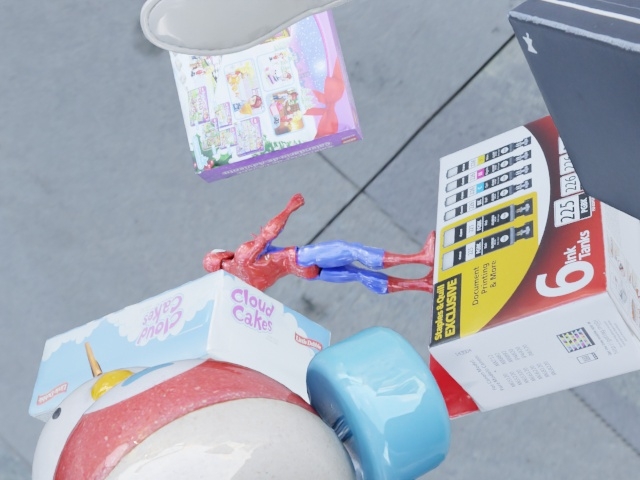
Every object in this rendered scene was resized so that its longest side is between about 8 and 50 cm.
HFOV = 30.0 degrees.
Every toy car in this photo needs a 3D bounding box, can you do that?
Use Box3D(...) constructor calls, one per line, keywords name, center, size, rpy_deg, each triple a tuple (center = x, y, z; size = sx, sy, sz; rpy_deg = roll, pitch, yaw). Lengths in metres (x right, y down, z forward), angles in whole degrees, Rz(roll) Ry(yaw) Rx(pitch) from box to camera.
Box3D(name="toy car", center=(-0.085, 0.118, 0.604), size=(0.238, 0.219, 0.210), rpy_deg=(41, 148, 49))

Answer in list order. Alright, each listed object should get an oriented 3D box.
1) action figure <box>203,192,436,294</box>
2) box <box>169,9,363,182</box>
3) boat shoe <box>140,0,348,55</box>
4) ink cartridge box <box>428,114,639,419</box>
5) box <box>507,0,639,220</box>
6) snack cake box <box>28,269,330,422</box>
Box3D(name="action figure", center=(0.000, 0.000, 1.437), size=(0.280, 0.139, 0.091), rpy_deg=(-2, 138, 8))
Box3D(name="box", center=(-0.080, -0.236, 1.448), size=(0.200, 0.057, 0.293), rpy_deg=(-15, 78, 9))
Box3D(name="boat shoe", center=(-0.056, -0.209, 0.986), size=(0.206, 0.065, 0.075), rpy_deg=(-21, 127, -16))
Box3D(name="ink cartridge box", center=(0.215, 0.025, 1.352), size=(0.271, 0.309, 0.130), rpy_deg=(-21, 127, 26))
Box3D(name="box", center=(0.339, -0.133, 0.795), size=(0.294, 0.296, 0.183), rpy_deg=(-33, 117, -9))
Box3D(name="snack cake box", center=(-0.139, 0.130, 1.161), size=(0.264, 0.089, 0.152), rpy_deg=(-21, 138, 37))
